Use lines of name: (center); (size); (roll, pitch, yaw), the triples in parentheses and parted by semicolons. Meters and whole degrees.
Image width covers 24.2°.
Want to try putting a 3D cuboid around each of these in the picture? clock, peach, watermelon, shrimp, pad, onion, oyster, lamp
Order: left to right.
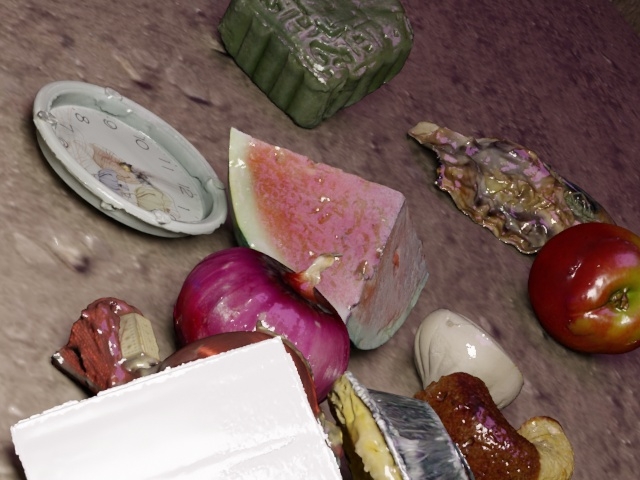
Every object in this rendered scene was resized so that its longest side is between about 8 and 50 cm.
clock: (-0.205, -0.076, 1.559); (0.236, 0.053, 0.236); (33, 22, -16)
pad: (-0.104, 0.172, 1.142); (0.232, 0.004, 0.156); (-18, 69, -21)
lamp: (-0.091, 0.134, 1.250); (0.223, 0.151, 0.215); (23, 25, -32)
onion: (-0.053, 0.084, 1.400); (0.177, 0.153, 0.177); (24, 39, -21)
watermelon: (0.000, 0.000, 1.611); (0.260, 0.176, 0.256); (22, 16, 1)
oyster: (0.295, -0.079, 2.270); (0.354, 0.107, 0.201); (35, 28, -15)
shrimp: (0.433, -0.042, 2.479); (0.251, 0.052, 0.143); (36, 27, -14)
peach: (0.373, 0.065, 2.055); (0.197, 0.197, 0.197); (33, 25, -18)

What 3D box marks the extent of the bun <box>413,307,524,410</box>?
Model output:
bun: (0.154, 0.150, 1.678); (0.138, 0.094, 0.138); (41, -11, 10)

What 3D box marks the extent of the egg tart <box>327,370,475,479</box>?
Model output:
egg tart: (0.082, 0.216, 1.331); (0.234, 0.094, 0.234); (157, -90, -87)

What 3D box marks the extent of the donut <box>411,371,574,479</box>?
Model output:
donut: (0.199, 0.230, 1.606); (0.217, 0.085, 0.141); (27, 27, -34)

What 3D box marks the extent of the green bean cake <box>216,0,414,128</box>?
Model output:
green bean cake: (-0.003, -0.291, 2.063); (0.222, 0.125, 0.227); (45, 50, 12)
